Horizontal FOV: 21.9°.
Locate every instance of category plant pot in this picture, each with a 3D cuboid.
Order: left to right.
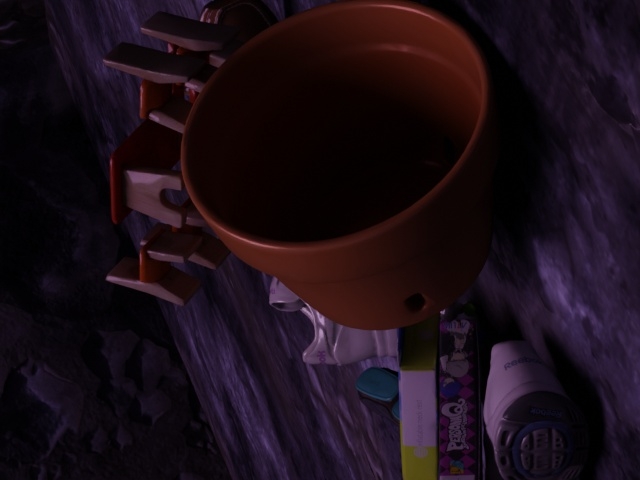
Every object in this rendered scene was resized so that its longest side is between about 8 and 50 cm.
[{"bbox_3d":[0.040,-0.053,1.535,0.291,0.291,0.203,59,178,40],"label":"plant pot"}]

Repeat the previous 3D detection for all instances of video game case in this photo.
[{"bbox_3d":[0.144,0.218,1.679,0.232,0.042,0.210,76,-166,-66],"label":"video game case"}]

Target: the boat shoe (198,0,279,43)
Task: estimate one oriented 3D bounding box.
[{"bbox_3d":[-0.055,-0.156,2.067,0.120,0.122,0.324,41,156,54],"label":"boat shoe"}]

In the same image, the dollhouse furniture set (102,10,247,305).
[{"bbox_3d":[-0.148,-0.112,1.678,0.135,0.259,0.262,16,126,17],"label":"dollhouse furniture set"}]

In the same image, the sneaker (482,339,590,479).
[{"bbox_3d":[0.207,0.220,1.607,0.129,0.111,0.297,-101,7,-49],"label":"sneaker"}]

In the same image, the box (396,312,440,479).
[{"bbox_3d":[0.103,0.149,1.714,0.109,0.042,0.178,-81,-10,-52],"label":"box"}]

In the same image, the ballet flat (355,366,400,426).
[{"bbox_3d":[0.111,0.200,1.984,0.203,0.074,0.074,19,127,65],"label":"ballet flat"}]

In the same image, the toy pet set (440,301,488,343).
[{"bbox_3d":[0.129,0.056,1.771,0.114,0.065,0.122,-20,92,40],"label":"toy pet set"}]

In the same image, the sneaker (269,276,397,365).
[{"bbox_3d":[0.000,0.000,1.919,0.114,0.152,0.305,78,177,-72],"label":"sneaker"}]

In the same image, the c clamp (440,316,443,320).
[{"bbox_3d":[0.111,0.058,1.869,0.137,0.022,0.160,95,153,-58],"label":"c clamp"}]
